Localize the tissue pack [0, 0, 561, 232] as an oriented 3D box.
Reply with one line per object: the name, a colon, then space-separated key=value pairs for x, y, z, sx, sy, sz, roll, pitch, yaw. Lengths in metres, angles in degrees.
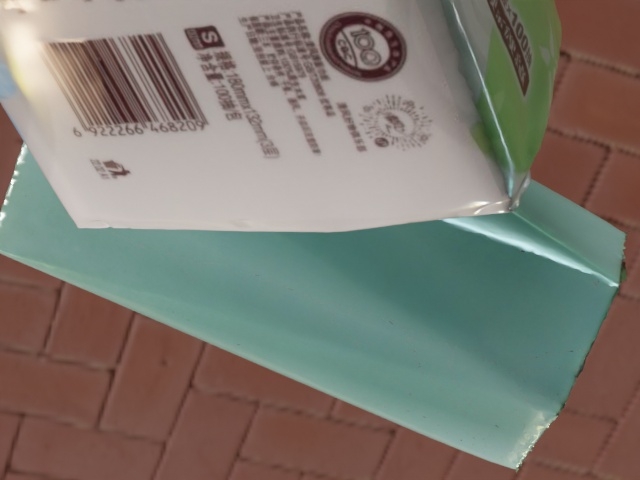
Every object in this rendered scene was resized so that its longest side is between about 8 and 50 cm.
tissue pack: x=-0.031 y=-0.130 z=0.423 sx=0.159 sy=0.145 sz=0.229 roll=-2 pitch=136 yaw=28

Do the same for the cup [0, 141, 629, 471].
cup: x=0.000 y=0.000 z=0.634 sx=0.236 sy=0.148 sz=0.134 roll=27 pitch=88 yaw=1
